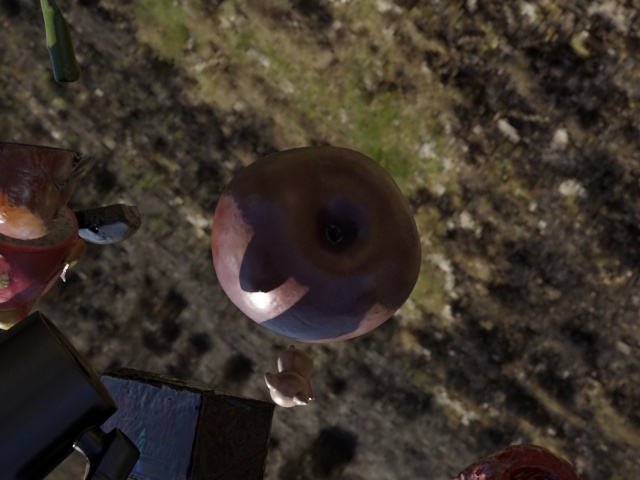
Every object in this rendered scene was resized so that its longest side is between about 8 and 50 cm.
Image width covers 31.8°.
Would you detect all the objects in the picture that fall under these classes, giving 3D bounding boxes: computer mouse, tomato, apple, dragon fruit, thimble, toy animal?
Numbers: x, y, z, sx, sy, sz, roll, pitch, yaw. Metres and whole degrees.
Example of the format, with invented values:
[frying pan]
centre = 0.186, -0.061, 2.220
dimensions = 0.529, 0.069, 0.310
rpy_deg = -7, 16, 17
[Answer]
[computer mouse]
centre = -0.421, -0.030, 2.232
dimensions = 0.217, 0.122, 0.074
rpy_deg = 14, -117, -84
[tomato]
centre = -0.466, -0.080, 1.767
dimensions = 0.180, 0.155, 0.214
rpy_deg = 11, -177, -2
[apple]
centre = 0.000, 0.000, 1.579
dimensions = 0.305, 0.306, 0.235
rpy_deg = 40, 158, -6
[dragon fruit]
centre = -0.599, 0.028, 2.066
dimensions = 0.305, 0.305, 0.226
rpy_deg = 33, 116, 13
[thimble]
centre = 0.262, 0.362, 1.445
dimensions = 0.190, 0.163, 0.125
rpy_deg = 63, 145, 11
[toy animal]
centre = -0.055, 0.255, 2.110
dimensions = 0.083, 0.150, 0.089
rpy_deg = -5, 124, 10

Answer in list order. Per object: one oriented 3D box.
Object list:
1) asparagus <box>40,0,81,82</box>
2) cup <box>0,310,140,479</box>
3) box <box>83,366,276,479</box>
[asparagus]
centre = -0.427, -0.346, 1.822
dimensions = 0.045, 0.041, 0.178
rpy_deg = 5, 112, 36
[cup]
centre = -0.308, 0.212, 1.216
dimensions = 0.239, 0.177, 0.166
rpy_deg = 53, 170, -6
[box]
centre = -0.202, 0.377, 1.393
dimensions = 0.115, 0.416, 0.264
rpy_deg = 14, 172, -36
